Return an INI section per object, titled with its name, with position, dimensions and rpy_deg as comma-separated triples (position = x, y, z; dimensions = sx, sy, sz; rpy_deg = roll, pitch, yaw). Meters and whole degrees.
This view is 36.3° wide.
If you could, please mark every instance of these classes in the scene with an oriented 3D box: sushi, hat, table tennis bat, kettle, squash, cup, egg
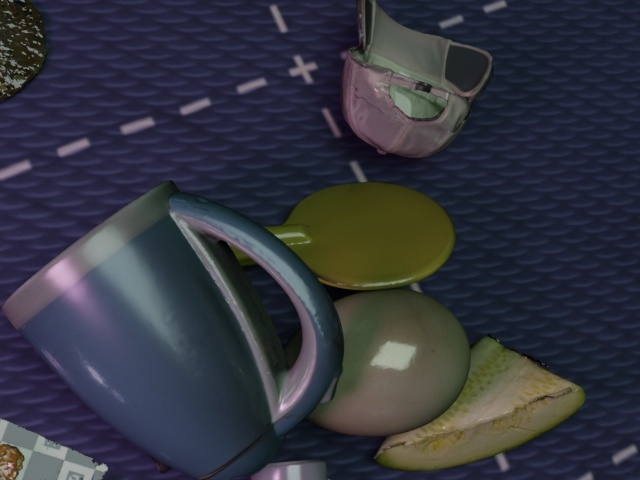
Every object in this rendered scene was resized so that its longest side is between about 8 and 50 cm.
[sushi]
position = -0.387, 0.306, 1.148
dimensions = 0.210, 0.040, 0.193
rpy_deg = 29, 69, -8
[hat]
position = 0.117, -0.237, 1.408
dimensions = 0.232, 0.161, 0.275
rpy_deg = 24, 45, -22
[table tennis bat]
position = 0.000, 0.000, 1.309
dimensions = 0.368, 0.054, 0.224
rpy_deg = -6, 39, -7
[kettle]
position = -0.144, 0.114, 1.147
dimensions = 0.319, 0.247, 0.342
rpy_deg = -37, 93, 21
[squash]
position = 0.215, 0.265, 1.316
dimensions = 0.169, 0.093, 0.252
rpy_deg = 27, 59, 40
[cup]
position = -0.030, 0.348, 1.234
dimensions = 0.099, 0.136, 0.133
rpy_deg = -10, 75, 15
[egg]
position = 0.068, 0.158, 1.255
dimensions = 0.253, 0.188, 0.189
rpy_deg = -11, 79, -11

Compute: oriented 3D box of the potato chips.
[potato chips]
position = -0.473, -0.261, 1.284
dimensions = 0.202, 0.029, 0.220
rpy_deg = 34, 66, -9
